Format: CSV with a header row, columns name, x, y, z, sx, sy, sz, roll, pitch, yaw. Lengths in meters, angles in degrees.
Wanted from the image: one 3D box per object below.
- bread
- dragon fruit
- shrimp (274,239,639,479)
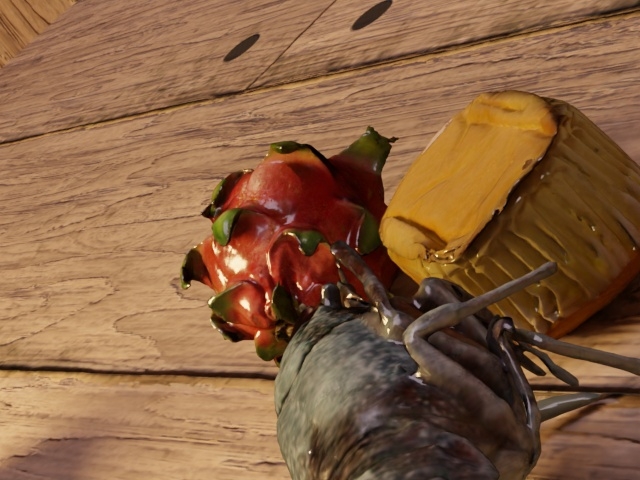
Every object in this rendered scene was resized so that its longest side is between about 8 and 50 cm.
name,x,y,z,sx,sy,sz,roll,pitch,yaw
bread,0.116,-0.010,1.108,0.132,0.114,0.190,-49,11,-2
dragon fruit,0.001,-0.003,1.276,0.137,0.135,0.236,-32,1,32
shrimp,0.057,0.109,0.882,0.221,0.166,0.410,-61,9,15
